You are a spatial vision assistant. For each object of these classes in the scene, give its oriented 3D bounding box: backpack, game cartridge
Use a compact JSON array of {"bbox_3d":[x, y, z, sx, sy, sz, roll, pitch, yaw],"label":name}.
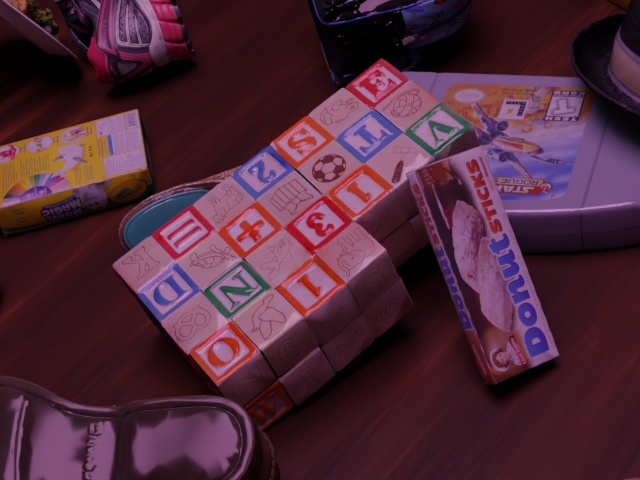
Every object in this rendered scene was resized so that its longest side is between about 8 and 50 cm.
[{"bbox_3d":[0.077,-0.249,1.464,0.173,0.117,0.158,-17,41,-1],"label":"backpack"},{"bbox_3d":[0.169,-0.073,1.294,0.297,0.062,0.198,4,41,21],"label":"game cartridge"}]

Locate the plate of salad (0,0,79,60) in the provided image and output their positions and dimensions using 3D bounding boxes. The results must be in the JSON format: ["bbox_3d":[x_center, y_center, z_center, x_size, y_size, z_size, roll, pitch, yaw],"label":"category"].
[{"bbox_3d":[-0.339,-0.264,1.552,0.200,0.200,0.048,34,88,41],"label":"plate of salad"}]

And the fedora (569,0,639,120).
[{"bbox_3d":[0.386,-0.196,1.234,0.334,0.153,0.334,2,29,-1],"label":"fedora"}]

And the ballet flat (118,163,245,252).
[{"bbox_3d":[-0.087,-0.033,1.327,0.206,0.073,0.067,-16,14,-5],"label":"ballet flat"}]

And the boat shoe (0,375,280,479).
[{"bbox_3d":[-0.183,0.176,1.087,0.307,0.104,0.111,4,64,17],"label":"boat shoe"}]

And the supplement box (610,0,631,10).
[{"bbox_3d":[0.310,-0.374,1.474,0.129,0.194,0.191,-29,43,-16],"label":"supplement box"}]

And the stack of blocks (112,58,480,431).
[{"bbox_3d":[0.000,0.000,1.185,0.297,0.087,0.171,-39,50,-10],"label":"stack of blocks"}]

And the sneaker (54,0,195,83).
[{"bbox_3d":[-0.250,-0.283,1.600,0.112,0.121,0.299,-27,43,-11],"label":"sneaker"}]

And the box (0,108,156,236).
[{"bbox_3d":[-0.258,-0.065,1.419,0.179,0.043,0.105,-14,41,-2],"label":"box"}]

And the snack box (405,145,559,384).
[{"bbox_3d":[0.127,0.019,1.122,0.064,0.178,0.022,-21,1,-23],"label":"snack box"}]

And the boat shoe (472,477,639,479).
[{"bbox_3d":[0.211,0.206,0.922,0.324,0.123,0.116,4,42,18],"label":"boat shoe"}]
